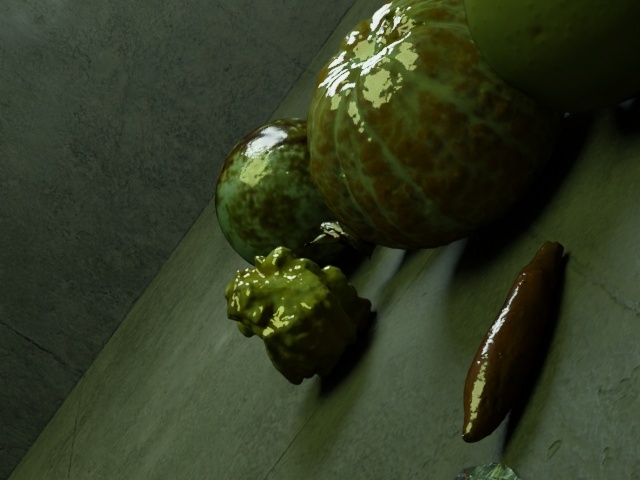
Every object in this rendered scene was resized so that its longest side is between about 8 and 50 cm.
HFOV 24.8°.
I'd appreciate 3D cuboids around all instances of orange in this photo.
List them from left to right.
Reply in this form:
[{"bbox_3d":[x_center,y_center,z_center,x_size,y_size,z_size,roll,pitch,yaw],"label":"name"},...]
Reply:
[{"bbox_3d":[0.127,-0.147,1.692,0.329,0.249,0.329,-33,30,22],"label":"orange"}]

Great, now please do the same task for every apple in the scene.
[{"bbox_3d":[0.278,-0.261,1.479,0.279,0.279,0.279,-51,13,16],"label":"apple"}]

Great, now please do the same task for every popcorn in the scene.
[{"bbox_3d":[-0.030,0.090,1.888,0.155,0.197,0.197,-51,12,7],"label":"popcorn"}]

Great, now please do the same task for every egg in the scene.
[{"bbox_3d":[-0.032,-0.072,2.193,0.238,0.238,0.289,-48,3,28],"label":"egg"}]

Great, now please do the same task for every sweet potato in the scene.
[{"bbox_3d":[0.184,0.088,1.365,0.057,0.057,0.264,-39,16,52],"label":"sweet potato"}]

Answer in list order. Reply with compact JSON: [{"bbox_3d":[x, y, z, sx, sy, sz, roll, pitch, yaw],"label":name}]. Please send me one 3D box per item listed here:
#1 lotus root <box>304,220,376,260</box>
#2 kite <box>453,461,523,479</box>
[{"bbox_3d":[0.098,-0.073,1.926,0.278,0.154,0.154,-52,12,5],"label":"lotus root"},{"bbox_3d":[0.081,0.312,1.247,0.285,0.015,0.152,-54,9,-12],"label":"kite"}]
